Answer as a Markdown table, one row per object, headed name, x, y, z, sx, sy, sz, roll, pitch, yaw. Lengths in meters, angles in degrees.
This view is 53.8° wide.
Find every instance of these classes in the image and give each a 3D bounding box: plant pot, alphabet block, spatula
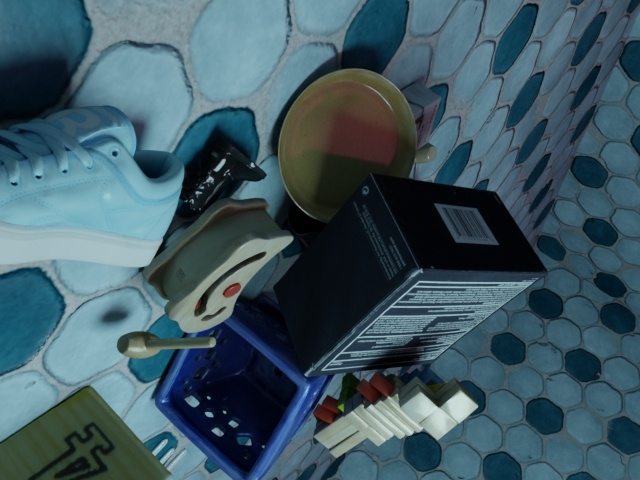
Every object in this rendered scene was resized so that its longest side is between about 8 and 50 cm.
| name | x | y | z | sx | sy | sz | roll | pitch | yaw |
| --- | --- | --- | --- | --- | --- | --- | --- | --- | --- |
| plant pot | 0.040 | -0.141 | 0.963 | 0.236 | 0.032 | 0.236 | -9 | 111 | -24 |
| alphabet block | -0.343 | 0.369 | 0.900 | 0.193 | 0.197 | 0.192 | -33 | 149 | -38 |
| spatula | -0.371 | 0.500 | 1.253 | 0.242 | 0.019 | 0.168 | -45 | 154 | -16 |
| plant pot | -0.111 | 0.244 | 1.118 | 0.236 | 0.236 | 0.212 | -61 | 161 | 17 |

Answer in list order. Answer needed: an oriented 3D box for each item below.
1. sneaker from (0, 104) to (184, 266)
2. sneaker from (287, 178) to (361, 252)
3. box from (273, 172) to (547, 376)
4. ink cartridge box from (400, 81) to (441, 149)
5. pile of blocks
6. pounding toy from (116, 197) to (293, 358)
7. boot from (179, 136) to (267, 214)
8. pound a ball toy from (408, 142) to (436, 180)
| name | x | y | z | sx | sy | sz | roll | pitch | yaw |
| --- | --- | --- | --- | --- | --- | --- | --- | --- | --- |
| sneaker | -0.251 | -0.068 | 0.568 | 0.150 | 0.135 | 0.366 | -63 | 164 | 5 |
| sneaker | 0.000 | 0.000 | 1.120 | 0.148 | 0.131 | 0.350 | -20 | 135 | -40 |
| box | 0.132 | 0.063 | 1.007 | 0.296 | 0.182 | 0.294 | 4 | 140 | -39 |
| ink cartridge box | 0.144 | -0.206 | 1.149 | 0.150 | 0.063 | 0.109 | -35 | 151 | -34 |
| pile of blocks | 0.101 | 0.258 | 1.066 | 0.362 | 0.113 | 0.149 | -31 | -160 | 48 |
| pounding toy | -0.143 | 0.079 | 0.884 | 0.269 | 0.155 | 0.154 | -42 | 158 | 10 |
| boot | -0.134 | -0.078 | 0.850 | 0.099 | 0.045 | 0.121 | -53 | 154 | 2 |
| pound a ball toy | 0.123 | -0.040 | 1.304 | 0.319 | 0.136 | 0.208 | -47 | 130 | -13 |
